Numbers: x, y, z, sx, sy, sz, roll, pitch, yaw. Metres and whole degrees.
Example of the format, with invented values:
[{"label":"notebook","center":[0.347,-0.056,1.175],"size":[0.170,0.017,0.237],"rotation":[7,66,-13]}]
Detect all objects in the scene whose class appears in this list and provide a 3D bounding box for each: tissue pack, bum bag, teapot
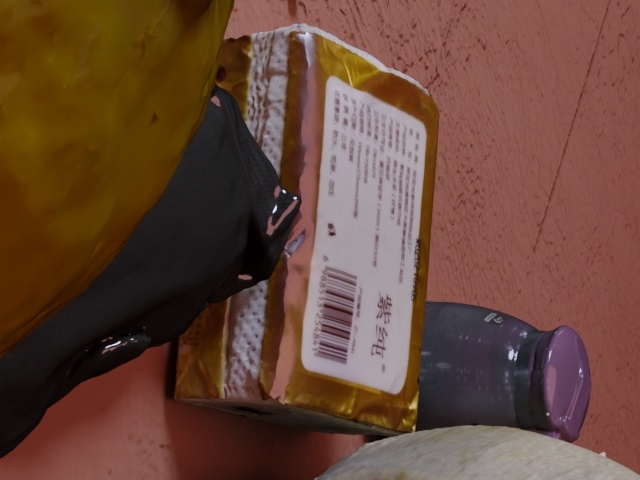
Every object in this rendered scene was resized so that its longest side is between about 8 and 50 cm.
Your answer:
[{"label":"tissue pack","center":[0.000,0.000,1.063],"size":[0.183,0.092,0.226],"rotation":[23,67,-58]},{"label":"bum bag","center":[-0.125,0.015,0.843],"size":[0.326,0.080,0.142],"rotation":[-33,128,-47]},{"label":"teapot","center":[0.110,0.107,1.191],"size":[0.148,0.146,0.116],"rotation":[-55,134,-47]}]

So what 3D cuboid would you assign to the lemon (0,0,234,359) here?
[{"label":"lemon","center":[-0.185,-0.098,0.496],"size":[0.364,0.364,0.364],"rotation":[8,81,-60]}]

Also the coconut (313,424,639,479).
[{"label":"coconut","center":[0.125,0.289,1.011],"size":[0.360,0.346,0.346],"rotation":[33,59,-46]}]
